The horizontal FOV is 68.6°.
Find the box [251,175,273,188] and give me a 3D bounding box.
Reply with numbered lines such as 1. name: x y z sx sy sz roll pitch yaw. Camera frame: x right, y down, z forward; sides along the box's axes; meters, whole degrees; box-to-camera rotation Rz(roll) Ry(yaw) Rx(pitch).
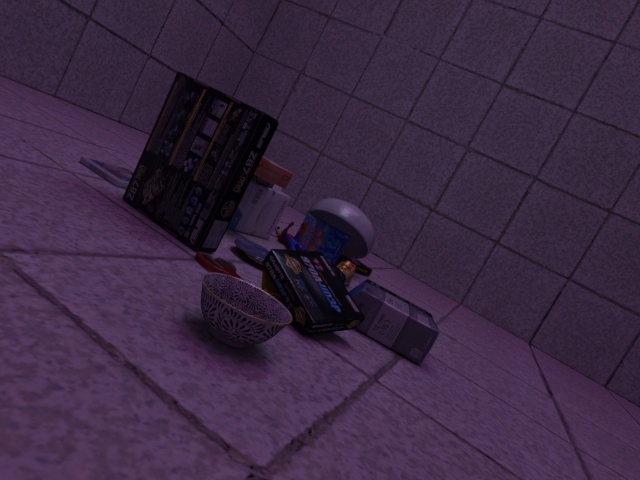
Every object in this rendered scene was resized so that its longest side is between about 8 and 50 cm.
1. box: -0.232 -0.227 1.670 0.094 0.027 0.137 33 8 17

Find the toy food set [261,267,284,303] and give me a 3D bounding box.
1. toy food set: -0.059 0.139 1.161 0.218 0.071 0.128 27 30 -18

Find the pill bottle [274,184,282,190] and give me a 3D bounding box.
1. pill bottle: -0.263 -0.210 2.092 0.153 0.264 0.153 28 7 -4

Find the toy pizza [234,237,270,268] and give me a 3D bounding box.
1. toy pizza: -0.179 0.053 1.445 0.201 0.032 0.201 29 6 -3

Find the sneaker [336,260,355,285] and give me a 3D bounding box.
1. sneaker: 0.077 0.115 1.744 0.082 0.094 0.208 32 9 15

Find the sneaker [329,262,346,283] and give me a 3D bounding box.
1. sneaker: -0.019 0.094 1.497 0.090 0.081 0.232 21 0 -41

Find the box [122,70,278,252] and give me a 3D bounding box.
1. box: -0.334 -0.211 1.262 0.318 0.394 0.097 30 9 22

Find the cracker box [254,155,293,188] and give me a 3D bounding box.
1. cracker box: -0.219 -0.270 1.637 0.156 0.067 0.232 22 11 -42

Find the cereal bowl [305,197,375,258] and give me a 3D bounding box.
1. cereal bowl: 0.106 -0.073 2.117 0.339 0.141 0.339 29 -23 14

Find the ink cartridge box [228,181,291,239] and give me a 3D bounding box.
1. ink cartridge box: -0.295 -0.151 1.801 0.197 0.198 0.270 33 8 33

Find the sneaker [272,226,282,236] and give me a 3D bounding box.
1. sneaker: -0.180 -0.036 2.069 0.040 0.043 0.109 30 5 30

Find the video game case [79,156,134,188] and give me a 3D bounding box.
1. video game case: -0.655 -0.211 1.551 0.183 0.023 0.201 31 7 20

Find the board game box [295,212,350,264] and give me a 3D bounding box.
1. board game box: 0.000 0.000 2.024 0.210 0.160 0.047 29 7 12

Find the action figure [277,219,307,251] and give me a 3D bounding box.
1. action figure: -0.093 -0.017 1.914 0.092 0.139 0.280 26 4 -30

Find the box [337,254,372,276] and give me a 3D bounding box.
1. box: 0.132 0.100 2.297 0.184 0.045 0.191 24 7 -38

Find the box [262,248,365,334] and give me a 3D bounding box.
1. box: -0.017 0.117 1.109 0.175 0.051 0.220 5 41 -45

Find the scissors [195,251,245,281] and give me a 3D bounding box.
1. scissors: -0.190 0.103 1.092 0.297 0.021 0.109 35 7 41

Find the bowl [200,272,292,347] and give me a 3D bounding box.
1. bowl: -0.141 0.130 0.802 0.170 0.080 0.170 28 6 -3

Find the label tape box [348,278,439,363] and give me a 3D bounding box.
1. label tape box: 0.159 0.198 1.372 0.348 0.115 0.249 30 7 7
